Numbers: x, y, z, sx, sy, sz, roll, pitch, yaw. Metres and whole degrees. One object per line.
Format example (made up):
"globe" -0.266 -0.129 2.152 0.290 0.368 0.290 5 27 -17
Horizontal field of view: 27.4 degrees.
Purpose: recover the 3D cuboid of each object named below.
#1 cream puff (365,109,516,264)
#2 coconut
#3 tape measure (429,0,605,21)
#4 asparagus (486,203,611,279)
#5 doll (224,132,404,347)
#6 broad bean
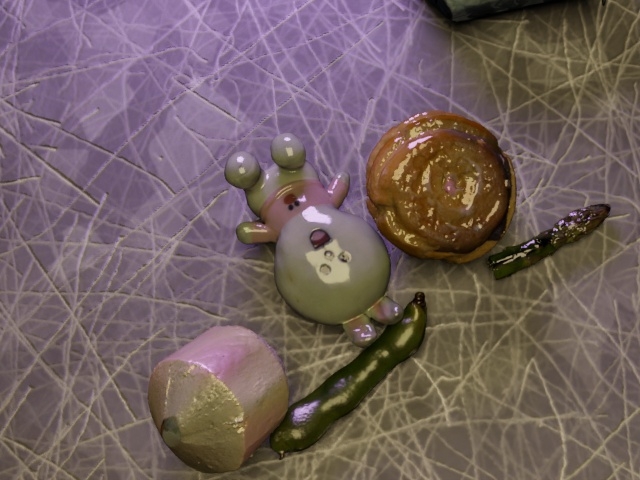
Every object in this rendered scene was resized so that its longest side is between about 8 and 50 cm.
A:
"cream puff" 0.141 -0.063 1.543 0.189 0.129 0.189 -2 97 -13
"coconut" -0.121 0.181 1.476 0.147 0.147 0.153 36 40 12
"tape measure" 0.211 -0.400 1.620 0.256 0.147 0.275 -11 79 3
"asparagus" 0.276 -0.002 1.572 0.165 0.030 0.036 -30 65 -4
"doll" -0.002 0.000 1.556 0.155 0.113 0.275 -34 83 -8
"broad bean" 0.040 0.162 1.536 0.256 0.053 0.052 -43 39 -8
